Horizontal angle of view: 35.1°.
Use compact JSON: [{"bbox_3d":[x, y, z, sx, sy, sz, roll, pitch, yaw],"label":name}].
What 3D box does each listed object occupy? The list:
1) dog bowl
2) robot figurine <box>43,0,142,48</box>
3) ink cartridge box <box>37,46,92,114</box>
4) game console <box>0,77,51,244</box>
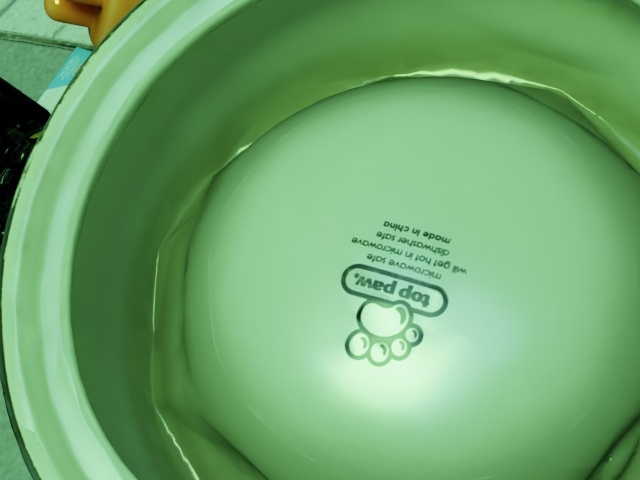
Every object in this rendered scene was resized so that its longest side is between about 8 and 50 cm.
[{"bbox_3d":[0.052,0.021,0.533,0.407,0.150,0.408,-4,66,9],"label":"dog bowl"},{"bbox_3d":[-0.107,-0.204,0.817,0.219,0.158,0.128,5,39,-23],"label":"robot figurine"},{"bbox_3d":[-0.148,-0.080,0.818,0.143,0.090,0.092,20,69,25],"label":"ink cartridge box"},{"bbox_3d":[-0.353,0.021,0.808,0.213,0.044,0.361,31,89,42],"label":"game console"}]
